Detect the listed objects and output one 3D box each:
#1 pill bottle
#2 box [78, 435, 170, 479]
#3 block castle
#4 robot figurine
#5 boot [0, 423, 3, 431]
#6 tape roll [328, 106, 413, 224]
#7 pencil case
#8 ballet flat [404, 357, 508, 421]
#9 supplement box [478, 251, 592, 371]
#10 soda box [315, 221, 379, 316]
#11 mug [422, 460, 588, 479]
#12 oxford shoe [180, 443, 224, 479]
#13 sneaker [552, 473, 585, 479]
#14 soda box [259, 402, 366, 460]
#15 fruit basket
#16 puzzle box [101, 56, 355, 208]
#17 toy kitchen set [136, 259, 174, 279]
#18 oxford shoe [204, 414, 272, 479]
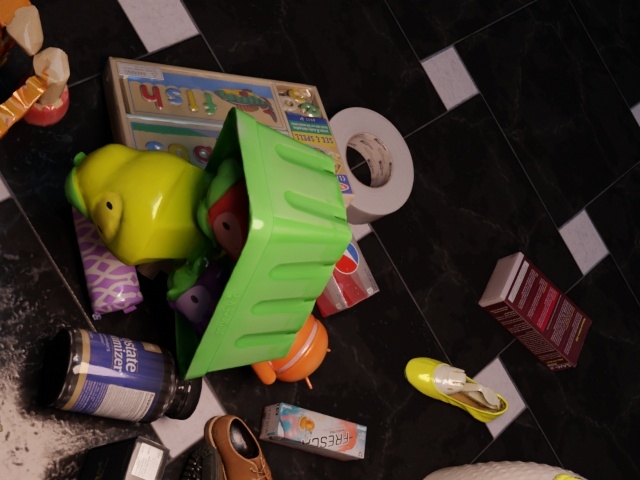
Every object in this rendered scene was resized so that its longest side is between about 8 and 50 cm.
[{"bbox_3d":[-0.296,0.209,1.474,0.219,0.123,0.123,16,66,-31],"label":"pill bottle"},{"bbox_3d":[-0.305,0.400,1.364,0.059,0.183,0.233,29,60,-24],"label":"box"},{"bbox_3d":[-0.602,-0.272,1.376,0.453,0.213,0.303,42,67,-9],"label":"block castle"},{"bbox_3d":[-0.078,0.154,1.647,0.219,0.158,0.128,41,97,-17],"label":"robot figurine"},{"bbox_3d":[-0.547,0.214,1.325,0.213,0.077,0.165,-9,82,-40],"label":"boot"},{"bbox_3d":[0.075,-0.144,1.892,0.219,0.072,0.219,12,68,-31],"label":"tape roll"},{"bbox_3d":[-0.335,0.017,1.541,0.088,0.086,0.206,10,67,-70],"label":"pencil case"},{"bbox_3d":[0.270,0.282,1.880,0.231,0.077,0.077,31,59,-23],"label":"ballet flat"},{"bbox_3d":[0.456,0.152,2.060,0.239,0.073,0.130,42,56,-15],"label":"supplement box"},{"bbox_3d":[0.000,0.000,1.782,0.092,0.083,0.263,-25,89,-39],"label":"soda box"},{"bbox_3d":[0.385,0.538,1.714,0.374,0.328,0.276,26,61,-26],"label":"mug"},{"bbox_3d":[-0.171,0.435,1.526,0.096,0.082,0.227,21,62,-49],"label":"oxford shoe"},{"bbox_3d":[0.428,0.485,1.505,0.123,0.109,0.295,-46,106,-13],"label":"sneaker"},{"bbox_3d":[-0.011,0.330,1.673,0.183,0.063,0.058,21,63,-29],"label":"soda box"},{"bbox_3d":[-0.185,-0.006,1.407,0.392,0.392,0.283,18,41,-30],"label":"fruit basket"},{"bbox_3d":[-0.157,-0.178,1.678,0.409,0.052,0.272,2,53,-30],"label":"puzzle box"},{"bbox_3d":[-0.274,0.016,1.621,0.083,0.075,0.068,-51,151,-3],"label":"toy kitchen set"},{"bbox_3d":[-0.112,0.378,1.578,0.076,0.076,0.212,-34,97,-40],"label":"oxford shoe"}]
